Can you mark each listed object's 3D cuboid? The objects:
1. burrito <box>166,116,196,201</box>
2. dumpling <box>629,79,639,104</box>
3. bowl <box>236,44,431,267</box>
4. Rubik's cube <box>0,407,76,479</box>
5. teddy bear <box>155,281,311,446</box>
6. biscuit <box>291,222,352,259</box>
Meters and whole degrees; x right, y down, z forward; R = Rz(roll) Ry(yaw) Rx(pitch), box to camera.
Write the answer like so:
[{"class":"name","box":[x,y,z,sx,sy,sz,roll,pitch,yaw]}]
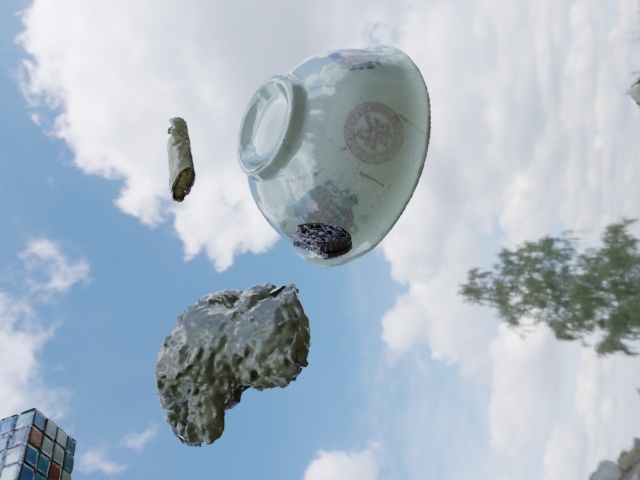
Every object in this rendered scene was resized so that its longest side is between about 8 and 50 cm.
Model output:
[{"class":"burrito","box":[-0.247,-0.145,0.922,0.041,0.055,0.149,3,-111,-35]},{"class":"dumpling","box":[0.565,-0.205,0.794,0.198,0.136,0.119,18,-103,-22]},{"class":"bowl","box":[-0.026,-0.181,0.961,0.195,0.434,0.436,15,-101,-36]},{"class":"Rubik's cube","box":[-0.585,0.443,1.007,0.154,0.154,0.151,-108,-3,-48]},{"class":"teddy bear","box":[-0.155,0.234,1.048,0.224,0.367,0.358,48,-130,-41]},{"class":"biscuit","box":[0.000,0.000,0.698,0.089,0.087,0.027,-57,-30,-65]}]
